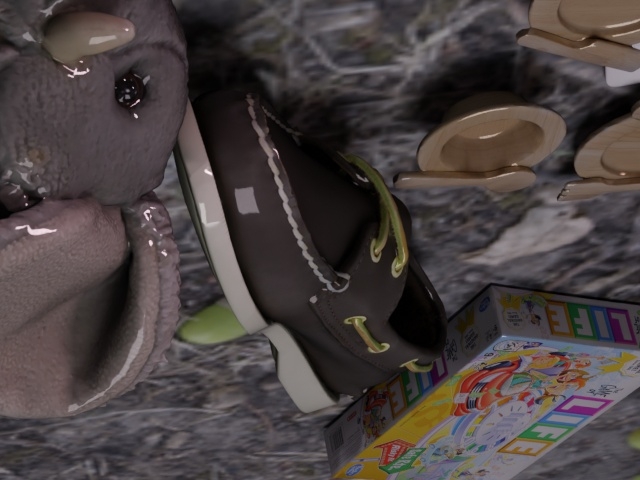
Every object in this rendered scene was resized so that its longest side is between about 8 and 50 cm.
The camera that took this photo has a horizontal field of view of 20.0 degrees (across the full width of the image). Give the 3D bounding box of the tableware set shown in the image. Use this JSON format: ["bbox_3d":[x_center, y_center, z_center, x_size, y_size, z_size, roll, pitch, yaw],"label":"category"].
[{"bbox_3d":[0.114,-0.053,0.647,0.141,0.020,0.169,3,153,-26],"label":"tableware set"}]

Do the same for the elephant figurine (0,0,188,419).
[{"bbox_3d":[-0.109,-0.020,0.531,0.239,0.169,0.186,-18,-176,-19],"label":"elephant figurine"}]

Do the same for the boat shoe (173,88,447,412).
[{"bbox_3d":[0.000,0.000,0.665,0.068,0.081,0.228,-16,158,5],"label":"boat shoe"}]

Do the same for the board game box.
[{"bbox_3d":[0.084,0.074,0.871,0.103,0.026,0.154,7,147,-29],"label":"board game box"}]

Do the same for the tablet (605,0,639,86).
[{"bbox_3d":[0.125,-0.081,0.630,0.054,0.006,0.083,-12,151,4],"label":"tablet"}]
